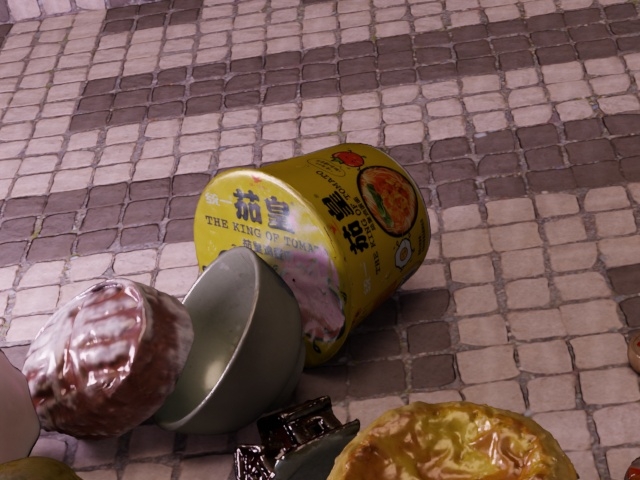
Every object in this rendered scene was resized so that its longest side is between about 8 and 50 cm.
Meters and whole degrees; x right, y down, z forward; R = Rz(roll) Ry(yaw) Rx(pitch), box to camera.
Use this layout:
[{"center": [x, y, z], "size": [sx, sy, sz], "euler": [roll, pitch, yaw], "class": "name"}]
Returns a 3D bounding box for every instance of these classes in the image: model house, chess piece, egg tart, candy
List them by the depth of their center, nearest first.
[{"center": [0.157, 0.338, 1.688], "size": [0.341, 0.132, 0.341], "euler": [-8, 34, 5], "class": "egg tart"}, {"center": [-0.046, 0.277, 1.864], "size": [0.165, 0.106, 0.152], "euler": [-18, 35, -20], "class": "model house"}, {"center": [0.484, 0.162, 1.955], "size": [0.084, 0.038, 0.083], "euler": [-6, 33, 4], "class": "chess piece"}, {"center": [-0.319, 0.174, 1.975], "size": [0.289, 0.157, 0.214], "euler": [-32, 51, 29], "class": "candy"}]

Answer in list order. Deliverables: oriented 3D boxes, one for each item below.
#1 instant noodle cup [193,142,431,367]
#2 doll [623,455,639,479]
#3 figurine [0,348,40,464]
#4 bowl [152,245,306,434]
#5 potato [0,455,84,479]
[{"center": [0.000, 0.000, 2.120], "size": [0.326, 0.325, 0.254], "euler": [17, 32, 36], "class": "instant noodle cup"}, {"center": [0.409, 0.322, 1.688], "size": [0.152, 0.085, 0.114], "euler": [-45, 26, -28], "class": "doll"}, {"center": [-0.591, 0.279, 1.915], "size": [0.340, 0.231, 0.324], "euler": [-15, 5, 25], "class": "figurine"}, {"center": [-0.114, 0.165, 1.978], "size": [0.146, 0.289, 0.289], "euler": [27, 22, -24], "class": "bowl"}, {"center": [-0.434, 0.389, 1.742], "size": [0.308, 0.173, 0.210], "euler": [-14, 34, -2], "class": "potato"}]
